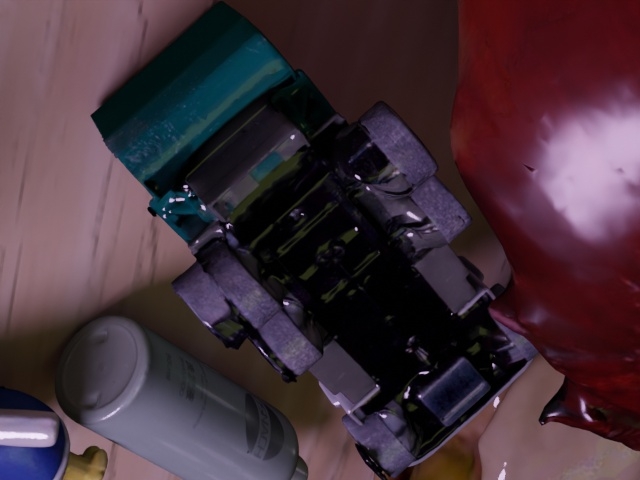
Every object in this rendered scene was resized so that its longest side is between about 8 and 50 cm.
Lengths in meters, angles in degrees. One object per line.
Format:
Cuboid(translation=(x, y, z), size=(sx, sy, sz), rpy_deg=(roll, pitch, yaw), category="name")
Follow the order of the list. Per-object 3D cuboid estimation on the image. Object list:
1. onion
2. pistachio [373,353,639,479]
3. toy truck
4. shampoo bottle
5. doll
Cuboid(translation=(0.202, -0.082, 0.766), size=(0.341, 0.341, 0.341), rpy_deg=(-20, 135, -22), category="onion")
Cuboid(translation=(0.115, 0.111, 0.989), size=(0.153, 0.138, 0.238), rpy_deg=(29, 105, -36), category="pistachio")
Cuboid(translation=(0.000, 0.000, 0.822), size=(0.114, 0.124, 0.253), rpy_deg=(-41, 141, 0), category="toy truck")
Cuboid(translation=(-0.050, 0.096, 0.917), size=(0.056, 0.056, 0.195), rpy_deg=(-47, 140, 6), category="shampoo bottle")
Cuboid(translation=(-0.160, 0.084, 0.816), size=(0.143, 0.057, 0.099), rpy_deg=(27, 147, -37), category="doll")
